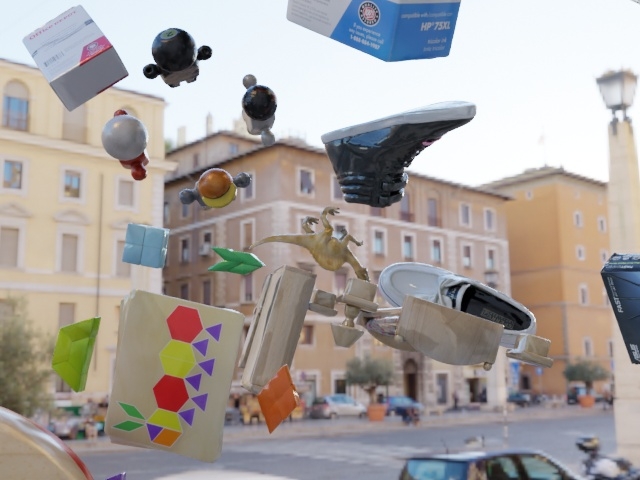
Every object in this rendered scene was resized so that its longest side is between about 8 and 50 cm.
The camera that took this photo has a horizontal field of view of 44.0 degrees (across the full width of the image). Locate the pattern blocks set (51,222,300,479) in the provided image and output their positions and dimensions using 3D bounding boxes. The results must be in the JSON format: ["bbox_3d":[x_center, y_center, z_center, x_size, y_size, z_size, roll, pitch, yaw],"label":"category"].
[{"bbox_3d":[-0.163,0.153,0.879,0.286,0.324,0.026,20,4,11],"label":"pattern blocks set"}]

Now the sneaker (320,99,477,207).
[{"bbox_3d":[0.137,-0.135,1.284,0.296,0.146,0.105,-9,8,41],"label":"sneaker"}]

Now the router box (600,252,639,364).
[{"bbox_3d":[0.348,0.071,0.800,0.092,0.122,0.038,-3,29,48],"label":"router box"}]

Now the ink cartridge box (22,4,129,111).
[{"bbox_3d":[-0.375,-0.280,1.206,0.109,0.150,0.063,-34,-39,-7],"label":"ink cartridge box"}]

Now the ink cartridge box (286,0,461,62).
[{"bbox_3d":[0.054,-0.271,0.617,0.078,0.230,0.134,-15,36,-39],"label":"ink cartridge box"}]

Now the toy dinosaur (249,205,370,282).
[{"bbox_3d":[0.000,0.000,1.084,0.183,0.092,0.053,21,-41,-19],"label":"toy dinosaur"}]

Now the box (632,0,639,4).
[{"bbox_3d":[0.405,-0.415,1.018,0.191,0.184,0.045,41,16,32],"label":"box"}]

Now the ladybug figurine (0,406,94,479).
[{"bbox_3d":[-0.408,0.290,0.785,0.450,0.304,0.162,-3,3,6],"label":"ladybug figurine"}]

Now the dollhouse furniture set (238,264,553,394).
[{"bbox_3d":[0.082,0.173,1.113,0.356,0.173,0.303,18,-9,-10],"label":"dollhouse furniture set"}]

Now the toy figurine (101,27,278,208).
[{"bbox_3d":[-0.171,-0.158,1.084,0.210,0.213,0.148,31,-7,-4],"label":"toy figurine"}]

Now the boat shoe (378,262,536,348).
[{"bbox_3d":[0.219,0.098,1.281,0.268,0.096,0.088,25,-14,16],"label":"boat shoe"}]
